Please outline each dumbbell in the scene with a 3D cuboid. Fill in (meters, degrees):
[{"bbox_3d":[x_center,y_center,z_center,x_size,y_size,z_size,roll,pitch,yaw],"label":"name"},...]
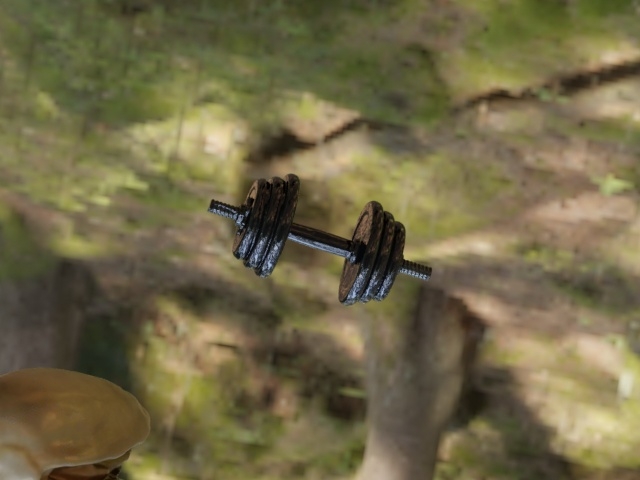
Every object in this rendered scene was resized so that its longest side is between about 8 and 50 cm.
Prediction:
[{"bbox_3d":[0.000,0.000,1.503,0.208,0.099,0.099,18,-177,-9],"label":"dumbbell"}]

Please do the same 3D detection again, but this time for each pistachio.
[{"bbox_3d":[-0.307,0.231,1.833,0.187,0.187,0.299,11,180,24],"label":"pistachio"}]
